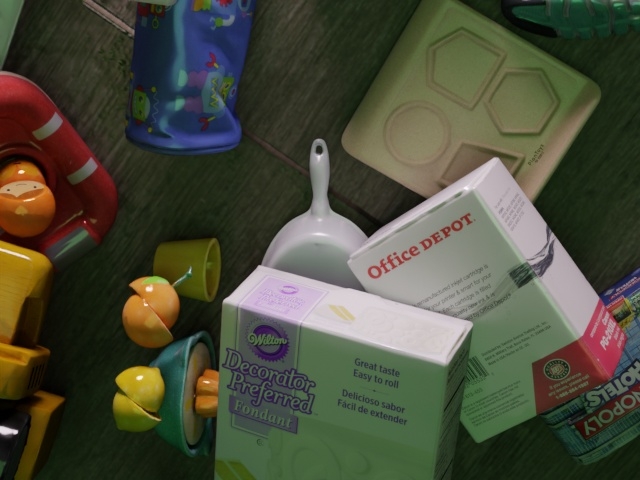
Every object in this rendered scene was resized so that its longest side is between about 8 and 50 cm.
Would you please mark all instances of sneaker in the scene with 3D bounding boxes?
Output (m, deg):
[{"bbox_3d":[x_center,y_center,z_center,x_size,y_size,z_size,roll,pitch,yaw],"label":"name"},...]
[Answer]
[{"bbox_3d":[0.294,-0.261,1.299,0.224,0.083,0.098,1,71,10],"label":"sneaker"}]

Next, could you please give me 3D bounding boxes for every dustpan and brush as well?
[{"bbox_3d":[0.000,0.000,1.383,0.147,0.060,0.211,0,112,8],"label":"dustpan and brush"}]

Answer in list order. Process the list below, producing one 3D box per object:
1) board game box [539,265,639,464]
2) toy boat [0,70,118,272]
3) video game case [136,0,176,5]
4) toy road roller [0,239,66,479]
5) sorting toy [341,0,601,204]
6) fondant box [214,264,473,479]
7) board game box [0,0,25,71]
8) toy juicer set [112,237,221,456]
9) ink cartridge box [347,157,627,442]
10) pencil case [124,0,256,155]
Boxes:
[{"bbox_3d":[0.331,0.159,1.408,0.194,0.060,0.194,-37,100,11],"label":"board game box"},{"bbox_3d":[-0.301,-0.053,1.294,0.151,0.151,0.231,-35,121,-1],"label":"toy boat"},{"bbox_3d":[-0.222,-0.344,1.205,0.206,0.026,0.227,10,106,14],"label":"video game case"},{"bbox_3d":[-0.357,0.115,1.308,0.203,0.329,0.240,18,86,-4],"label":"toy road roller"},{"bbox_3d":[0.154,-0.129,1.349,0.208,0.038,0.193,30,104,-2],"label":"sorting toy"},{"bbox_3d":[0.015,0.213,1.349,0.238,0.096,0.330,14,117,19],"label":"fondant box"},{"bbox_3d":[-0.468,-0.329,1.292,0.390,0.050,0.390,22,108,-5],"label":"board game box"},{"bbox_3d":[-0.145,0.173,1.351,0.090,0.209,0.329,4,105,10],"label":"toy juicer set"},{"bbox_3d":[0.169,0.061,1.322,0.172,0.100,0.237,-32,97,32],"label":"ink cartridge box"},{"bbox_3d":[-0.117,-0.235,1.285,0.133,0.119,0.306,-5,110,-41],"label":"pencil case"}]
